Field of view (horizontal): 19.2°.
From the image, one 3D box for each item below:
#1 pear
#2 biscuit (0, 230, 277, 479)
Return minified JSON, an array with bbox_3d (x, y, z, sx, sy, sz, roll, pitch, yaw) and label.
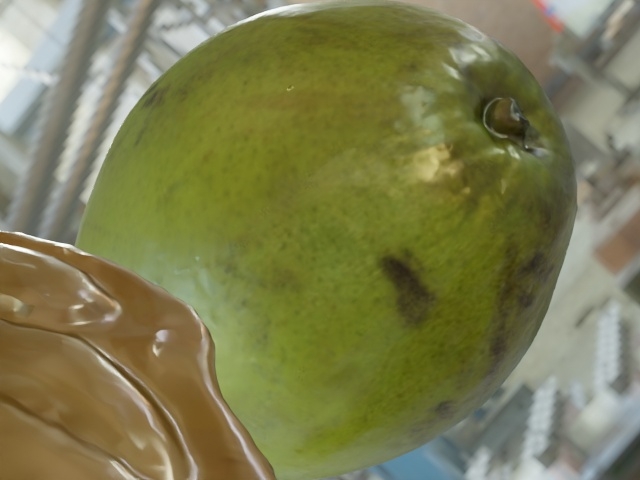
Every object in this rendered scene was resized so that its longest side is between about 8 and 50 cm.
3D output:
[{"bbox_3d":[0.000,0.000,0.853,0.269,0.212,0.212,-36,12,48],"label":"pear"},{"bbox_3d":[-0.140,0.089,0.299,0.351,0.312,0.057,-77,-3,-58],"label":"biscuit"}]
